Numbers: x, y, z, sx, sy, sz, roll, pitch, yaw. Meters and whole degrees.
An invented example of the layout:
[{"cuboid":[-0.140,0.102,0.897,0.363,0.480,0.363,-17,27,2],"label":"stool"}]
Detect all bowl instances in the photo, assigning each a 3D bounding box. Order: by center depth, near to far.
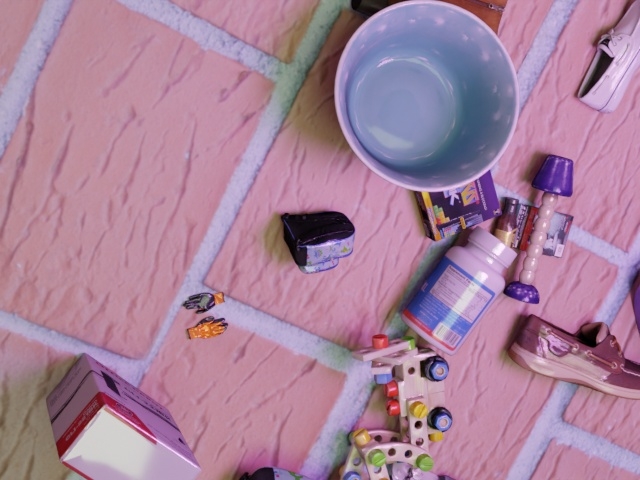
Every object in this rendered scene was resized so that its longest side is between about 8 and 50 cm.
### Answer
[{"cuboid":[0.159,-0.230,1.743,0.311,0.163,0.311,0,88,-11],"label":"bowl"}]

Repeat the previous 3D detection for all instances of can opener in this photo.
[{"cuboid":[0.238,0.503,2.033,0.280,0.074,0.093,25,129,-20],"label":"can opener"}]

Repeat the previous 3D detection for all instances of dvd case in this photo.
[{"cuboid":[0.419,-0.018,1.981,0.119,0.013,0.087,11,100,-18],"label":"dvd case"}]

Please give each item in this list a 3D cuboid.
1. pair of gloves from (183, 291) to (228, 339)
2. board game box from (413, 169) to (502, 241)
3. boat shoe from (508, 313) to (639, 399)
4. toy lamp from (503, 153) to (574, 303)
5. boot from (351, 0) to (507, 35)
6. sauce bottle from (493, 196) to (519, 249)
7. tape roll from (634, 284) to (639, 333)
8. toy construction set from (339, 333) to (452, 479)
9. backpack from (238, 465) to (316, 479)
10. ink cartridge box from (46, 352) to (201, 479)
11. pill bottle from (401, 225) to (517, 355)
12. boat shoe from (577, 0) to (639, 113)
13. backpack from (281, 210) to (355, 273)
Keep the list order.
[{"cuboid":[-0.200,0.132,1.822,0.074,0.010,0.083,-11,106,-15],"label":"pair of gloves"},{"cuboid":[0.240,-0.102,1.884,0.141,0.048,0.170,-23,109,-10],"label":"board game box"},{"cuboid":[0.536,0.219,2.024,0.342,0.123,0.123,16,99,-14],"label":"boat shoe"},{"cuboid":[0.407,-0.023,1.928,0.080,0.080,0.275,12,100,-20],"label":"toy lamp"},{"cuboid":[0.216,-0.481,1.757,0.280,0.096,0.264,8,101,-20],"label":"boot"},{"cuboid":[0.346,-0.016,1.942,0.042,0.042,0.128,7,103,-19],"label":"sauce bottle"},{"cuboid":[0.718,0.184,1.986,0.090,0.275,0.275,-23,109,-10],"label":"tape roll"},{"cuboid":[0.134,0.302,1.908,0.215,0.151,0.328,-8,117,-15],"label":"toy construction set"},{"cuboid":[-0.040,0.542,1.882,0.253,0.191,0.225,17,118,-29],"label":"backpack"},{"cuboid":[-0.327,0.314,1.689,0.197,0.273,0.114,40,86,-22],"label":"ink cartridge box"},{"cuboid":[0.257,0.088,1.892,0.124,0.124,0.221,35,93,-22],"label":"pill bottle"},{"cuboid":[0.544,-0.346,1.901,0.076,0.083,0.226,16,99,-22],"label":"boat shoe"},{"cuboid":[0.000,0.000,1.807,0.114,0.105,0.084,-12,129,-15],"label":"backpack"}]
